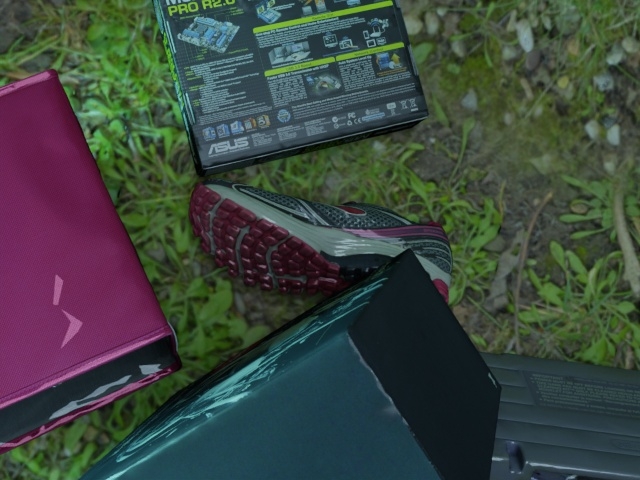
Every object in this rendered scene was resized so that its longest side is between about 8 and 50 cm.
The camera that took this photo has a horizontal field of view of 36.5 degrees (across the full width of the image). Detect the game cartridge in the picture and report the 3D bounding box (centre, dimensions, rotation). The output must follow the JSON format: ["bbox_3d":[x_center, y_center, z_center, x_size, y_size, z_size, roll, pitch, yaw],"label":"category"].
[{"bbox_3d":[0.323,0.209,1.036,0.355,0.230,0.068,8,107,-4],"label":"game cartridge"}]

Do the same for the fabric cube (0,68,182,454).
[{"bbox_3d":[-0.298,0.043,0.901,0.254,0.259,0.258,-25,79,-12],"label":"fabric cube"}]

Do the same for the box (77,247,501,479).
[{"bbox_3d":[-0.022,0.184,0.867,0.312,0.343,0.179,-32,92,15],"label":"box"}]

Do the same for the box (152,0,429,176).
[{"bbox_3d":[-0.033,-0.207,1.094,0.270,0.060,0.216,-15,88,-13],"label":"box"}]

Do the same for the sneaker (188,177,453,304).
[{"bbox_3d":[0.000,0.000,1.067,0.299,0.121,0.112,20,52,-8],"label":"sneaker"}]

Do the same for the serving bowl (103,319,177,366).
[{"bbox_3d":[-0.197,0.116,1.048,0.083,0.027,0.083,1,84,-12],"label":"serving bowl"}]
